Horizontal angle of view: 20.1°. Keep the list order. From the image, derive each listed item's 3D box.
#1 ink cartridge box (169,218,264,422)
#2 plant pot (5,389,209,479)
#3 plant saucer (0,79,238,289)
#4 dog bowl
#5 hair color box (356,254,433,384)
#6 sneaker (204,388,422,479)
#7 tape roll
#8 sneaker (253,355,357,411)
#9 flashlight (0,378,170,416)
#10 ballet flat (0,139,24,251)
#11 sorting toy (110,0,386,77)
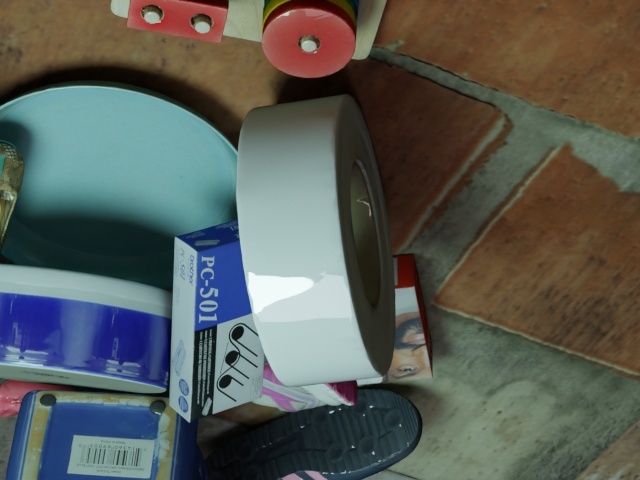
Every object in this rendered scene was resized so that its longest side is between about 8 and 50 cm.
[{"bbox_3d":[-0.107,0.084,1.913,0.097,0.046,0.207,-17,124,-34],"label":"ink cartridge box"},{"bbox_3d":[-0.244,0.303,2.034,0.236,0.236,0.212,4,133,-1],"label":"plant pot"},{"bbox_3d":[-0.225,-0.061,1.909,0.317,0.044,0.317,1,139,1],"label":"plant saucer"},{"bbox_3d":[-0.288,0.097,1.951,0.265,0.104,0.265,7,171,1],"label":"dog bowl"},{"bbox_3d":[0.073,0.092,2.056,0.093,0.053,0.167,-6,139,9],"label":"hair color box"},{"bbox_3d":[0.006,0.270,2.240,0.319,0.112,0.131,-20,150,27],"label":"sneaker"},{"bbox_3d":[0.000,0.000,1.787,0.100,0.286,0.286,-8,137,12],"label":"tape roll"},{"bbox_3d":[-0.068,0.131,2.071,0.111,0.103,0.252,-26,130,26],"label":"sneaker"},{"bbox_3d":[-0.314,0.203,2.156,0.304,0.103,0.103,6,173,-11],"label":"flashlight"},{"bbox_3d":[-0.358,-0.019,1.880,0.073,0.067,0.206,11,138,-12],"label":"ballet flat"},{"bbox_3d":[-0.052,-0.263,1.636,0.255,0.089,0.257,9,138,-8],"label":"sorting toy"}]
